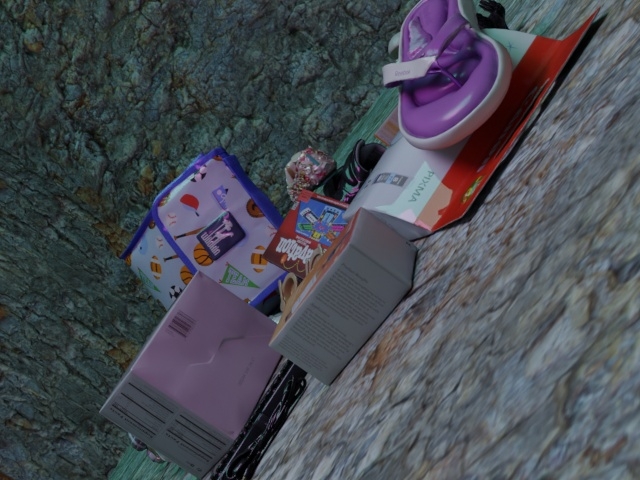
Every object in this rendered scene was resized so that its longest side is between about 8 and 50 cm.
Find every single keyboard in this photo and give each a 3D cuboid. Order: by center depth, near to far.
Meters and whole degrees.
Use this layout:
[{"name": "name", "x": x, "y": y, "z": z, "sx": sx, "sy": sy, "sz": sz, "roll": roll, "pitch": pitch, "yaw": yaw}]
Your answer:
[{"name": "keyboard", "x": -0.083, "y": 0.250, "z": 1.365, "sx": 0.317, "sy": 0.033, "sz": 0.201, "roll": -57, "pitch": 6, "yaw": -18}]

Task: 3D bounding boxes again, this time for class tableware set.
[{"name": "tableware set", "x": -0.026, "y": 0.095, "z": 1.547, "sx": 0.169, "sy": 0.020, "sz": 0.141, "roll": -44, "pitch": 45, "yaw": 50}]

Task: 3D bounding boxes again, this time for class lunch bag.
[{"name": "lunch bag", "x": -0.216, "y": 0.029, "z": 2.123, "sx": 0.239, "sy": 0.327, "sz": 0.385, "roll": -28, "pitch": -13, "yaw": -47}]

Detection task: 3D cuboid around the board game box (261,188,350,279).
[{"name": "board game box", "x": 0.000, "y": 0.000, "z": 1.634, "sx": 0.145, "sy": 0.027, "sz": 0.281, "roll": -60, "pitch": 27, "yaw": -4}]

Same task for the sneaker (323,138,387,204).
[{"name": "sneaker", "x": 0.078, "y": -0.114, "z": 1.788, "sx": 0.153, "sy": 0.101, "sz": 0.268, "roll": -61, "pitch": 8, "yaw": 23}]

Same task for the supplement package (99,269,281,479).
[{"name": "supplement package", "x": -0.204, "y": 0.221, "z": 1.661, "sx": 0.145, "sy": 0.204, "sz": 0.262, "roll": -51, "pitch": 7, "yaw": 39}]

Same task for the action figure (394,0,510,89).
[{"name": "action figure", "x": 0.207, "y": -0.302, "z": 1.715, "sx": 0.275, "sy": 0.141, "sz": 0.164, "roll": -45, "pitch": 11, "yaw": 40}]

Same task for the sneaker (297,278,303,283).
[{"name": "sneaker", "x": -0.014, "y": 0.014, "z": 1.832, "sx": 0.122, "sy": 0.110, "sz": 0.283, "roll": -56, "pitch": 4, "yaw": 16}]

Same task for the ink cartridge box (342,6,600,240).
[{"name": "ink cartridge box", "x": 0.176, "y": -0.149, "z": 1.286, "sx": 0.308, "sy": 0.091, "sz": 0.385, "roll": -55, "pitch": 4, "yaw": -10}]

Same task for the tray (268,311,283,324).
[{"name": "tray", "x": -0.145, "y": 0.245, "z": 1.939, "sx": 0.270, "sy": 0.030, "sz": 0.145, "roll": -55, "pitch": 4, "yaw": -6}]

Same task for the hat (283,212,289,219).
[{"name": "hat", "x": -0.077, "y": -0.061, "z": 2.411, "sx": 0.208, "sy": 0.184, "sz": 0.173, "roll": -58, "pitch": 7, "yaw": -33}]

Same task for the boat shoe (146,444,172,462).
[{"name": "boat shoe", "x": -0.286, "y": 0.384, "z": 1.960, "sx": 0.302, "sy": 0.113, "sz": 0.103, "roll": -124, "pitch": 44, "yaw": -78}]

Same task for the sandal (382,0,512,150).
[{"name": "sandal", "x": 0.139, "y": -0.245, "z": 1.306, "sx": 0.169, "sy": 0.102, "sz": 0.416, "roll": -44, "pitch": 23, "yaw": 21}]

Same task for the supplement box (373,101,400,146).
[{"name": "supplement box", "x": 0.166, "y": -0.243, "z": 2.091, "sx": 0.098, "sy": 0.062, "sz": 0.036, "roll": -49, "pitch": 6, "yaw": 42}]

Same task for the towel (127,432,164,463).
[{"name": "towel", "x": -0.329, "y": 0.363, "z": 2.299, "sx": 0.235, "sy": 0.121, "sz": 0.283, "roll": -53, "pitch": 5, "yaw": 5}]

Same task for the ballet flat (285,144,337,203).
[{"name": "ballet flat", "x": -0.025, "y": -0.127, "z": 1.831, "sx": 0.091, "sy": 0.077, "sz": 0.241, "roll": -47, "pitch": 3, "yaw": -16}]

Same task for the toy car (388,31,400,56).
[{"name": "toy car", "x": 0.238, "y": -0.388, "z": 2.076, "sx": 0.136, "sy": 0.159, "sz": 0.182, "roll": -19, "pitch": -12, "yaw": -25}]

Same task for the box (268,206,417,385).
[{"name": "box", "x": 0.030, "y": 0.066, "z": 1.207, "sx": 0.170, "sy": 0.091, "sz": 0.130, "roll": -53, "pitch": 6, "yaw": 21}]
